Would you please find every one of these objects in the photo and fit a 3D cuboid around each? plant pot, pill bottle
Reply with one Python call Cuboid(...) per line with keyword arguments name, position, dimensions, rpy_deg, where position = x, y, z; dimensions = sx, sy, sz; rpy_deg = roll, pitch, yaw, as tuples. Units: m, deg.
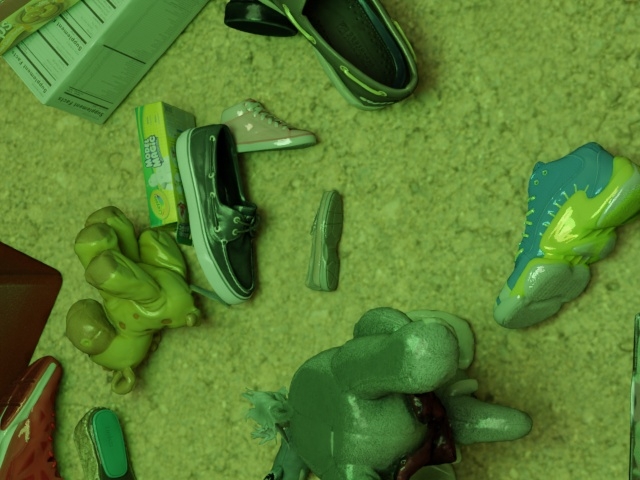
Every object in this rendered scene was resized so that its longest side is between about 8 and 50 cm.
Cuboid(name="plant pot", position=(-0.548, 0.106, 1.953), dimensions=(0.267, 0.236, 0.267), rpy_deg=(25, 95, 23))
Cuboid(name="pill bottle", position=(-0.059, -0.370, 1.857), dimensions=(0.123, 0.123, 0.219), rpy_deg=(7, 88, 23))

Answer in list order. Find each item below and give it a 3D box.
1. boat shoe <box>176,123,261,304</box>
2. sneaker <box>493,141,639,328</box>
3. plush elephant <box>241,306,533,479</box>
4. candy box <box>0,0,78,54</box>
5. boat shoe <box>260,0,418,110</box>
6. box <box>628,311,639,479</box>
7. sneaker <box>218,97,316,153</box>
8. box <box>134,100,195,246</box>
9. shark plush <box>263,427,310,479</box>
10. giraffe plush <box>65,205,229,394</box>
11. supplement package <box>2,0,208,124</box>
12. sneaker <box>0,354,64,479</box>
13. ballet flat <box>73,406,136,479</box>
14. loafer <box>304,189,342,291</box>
Cuboid(name="boat shoe", position=(-0.113, -0.036, 1.855), dimensions=(0.076, 0.080, 0.228), rpy_deg=(-17, 83, 33))
Cuboid(name="sneaker", position=(0.268, -0.013, 1.714), dimensions=(0.240, 0.091, 0.126), rpy_deg=(-46, 51, 13))
Cuboid(name="plush elephant", position=(0.104, 0.201, 1.662), dimensions=(0.330, 0.255, 0.271), rpy_deg=(5, 96, 54))
Cuboid(name="candy box", position=(-0.422, -0.405, 1.910), dimensions=(0.183, 0.087, 0.316), rpy_deg=(-30, 63, 21))
Cuboid(name="boat shoe", position=(-0.001, -0.292, 1.758), dimensions=(0.116, 0.097, 0.324), rpy_deg=(-41, 102, -16))
Cuboid(name="box", position=(0.522, 0.178, 1.548), dimensions=(0.381, 0.143, 0.191), rpy_deg=(2, 85, 21))
Cuboid(name="sneaker", position=(-0.069, -0.146, 1.876), dimensions=(0.134, 0.051, 0.070), rpy_deg=(-2, 89, 27))
Cuboid(name="box", position=(-0.184, -0.078, 1.888), dimensions=(0.043, 0.105, 0.179), rpy_deg=(-13, 80, 18))
Cuboid(name="shark plush", position=(-0.054, 0.280, 1.817), dimensions=(0.073, 0.067, 0.161), rpy_deg=(45, 102, 20))
Cuboid(name="giraffe plush", position=(-0.249, 0.088, 1.890), dimensions=(0.210, 0.181, 0.170), rpy_deg=(36, 112, -12))
Cuboid(name="supplement package", position=(-0.281, -0.291, 1.932), dimensions=(0.244, 0.139, 0.134), rpy_deg=(-47, 66, 12))
Cuboid(name="sneaker", position=(-0.371, 0.270, 1.959), dimensions=(0.087, 0.128, 0.221), rpy_deg=(-7, 50, 58))
Cuboid(name="ballet flat", position=(-0.272, 0.317, 1.917), dimensions=(0.067, 0.073, 0.206), rpy_deg=(-26, 70, 47))
Cuboid(name="loafer", position=(0.000, 0.000, 1.838), dimensions=(0.039, 0.045, 0.125), rpy_deg=(2, 88, 30))
